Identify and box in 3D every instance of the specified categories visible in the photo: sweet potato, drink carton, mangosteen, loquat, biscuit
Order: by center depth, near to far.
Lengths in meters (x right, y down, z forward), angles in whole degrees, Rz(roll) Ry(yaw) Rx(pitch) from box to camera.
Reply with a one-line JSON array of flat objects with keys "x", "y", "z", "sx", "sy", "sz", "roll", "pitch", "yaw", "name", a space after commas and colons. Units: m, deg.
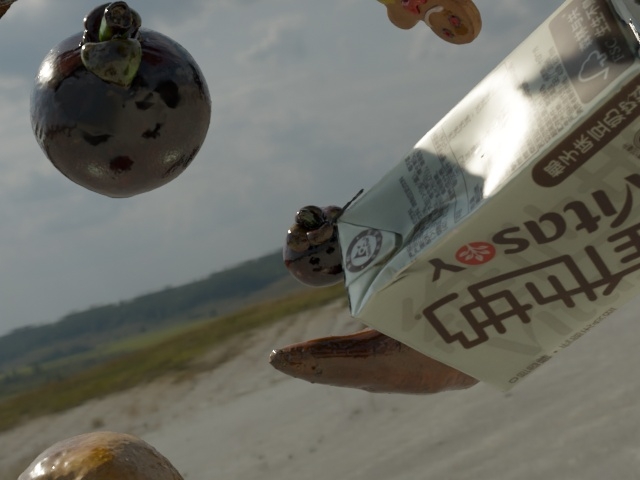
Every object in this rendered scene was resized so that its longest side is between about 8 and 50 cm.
[{"x": 0.188, "y": -0.033, "z": 0.957, "sx": 0.194, "sy": 0.132, "sz": 0.324, "roll": 28, "pitch": -55, "yaw": -30, "name": "drink carton"}, {"x": -0.215, "y": 0.303, "z": 1.196, "sx": 0.193, "sy": 0.238, "sz": 0.238, "roll": -29, "pitch": -3, "yaw": 3, "name": "loquat"}, {"x": -0.231, "y": -0.159, "z": 1.351, "sx": 0.216, "sy": 0.216, "sz": 0.216, "roll": -15, "pitch": -2, "yaw": -1, "name": "mangosteen"}, {"x": 0.115, "y": -0.354, "z": 1.631, "sx": 0.036, "sy": 0.250, "sz": 0.165, "roll": -52, "pitch": -4, "yaw": -25, "name": "biscuit"}, {"x": 0.104, "y": 0.169, "z": 1.677, "sx": 0.359, "sy": 0.112, "sz": 0.112, "roll": 11, "pitch": -16, "yaw": -30, "name": "sweet potato"}, {"x": 0.000, "y": 0.000, "z": 1.742, "sx": 0.140, "sy": 0.140, "sz": 0.140, "roll": -15, "pitch": -2, "yaw": -1, "name": "mangosteen"}]

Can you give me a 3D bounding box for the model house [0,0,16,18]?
[{"x": -0.390, "y": -0.268, "z": 1.290, "sx": 0.148, "sy": 0.148, "sz": 0.119, "roll": -13, "pitch": -27, "yaw": 19, "name": "model house"}]
